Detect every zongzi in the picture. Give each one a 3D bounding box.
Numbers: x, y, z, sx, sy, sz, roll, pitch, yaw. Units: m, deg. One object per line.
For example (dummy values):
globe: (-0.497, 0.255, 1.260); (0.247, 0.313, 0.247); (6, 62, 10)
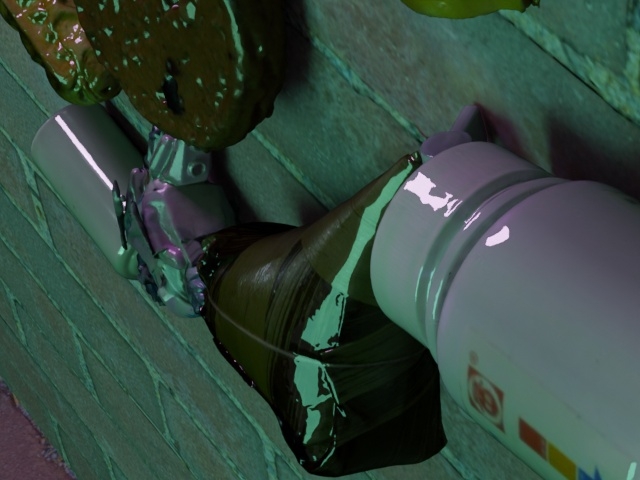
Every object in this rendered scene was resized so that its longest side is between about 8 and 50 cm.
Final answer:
zongzi: (0.000, 0.000, 1.446); (0.289, 0.154, 0.317); (44, 137, 44)

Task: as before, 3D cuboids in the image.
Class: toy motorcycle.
toy motorcycle: (-0.122, -0.007, 1.717); (0.204, 0.108, 0.239); (49, 156, 45)

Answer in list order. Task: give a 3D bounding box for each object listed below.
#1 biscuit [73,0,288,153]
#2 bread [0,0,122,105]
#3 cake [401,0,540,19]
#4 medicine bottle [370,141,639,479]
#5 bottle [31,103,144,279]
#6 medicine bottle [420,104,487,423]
biscuit: (-0.121, -0.210, 1.453); (0.296, 0.075, 0.296); (40, 143, 40)
bread: (-0.289, -0.252, 1.806); (0.269, 0.098, 0.087); (54, -158, 12)
cake: (0.054, -0.200, 1.063); (0.185, 0.080, 0.116); (45, 160, 44)
medicine bottle: (0.164, 0.061, 1.035); (0.293, 0.170, 0.170); (37, 152, 43)
bottle: (-0.213, -0.037, 1.912); (0.245, 0.104, 0.104); (50, 159, 25)
medicine bottle: (0.113, 0.019, 1.227); (0.061, 0.092, 0.220); (3, 125, 27)
